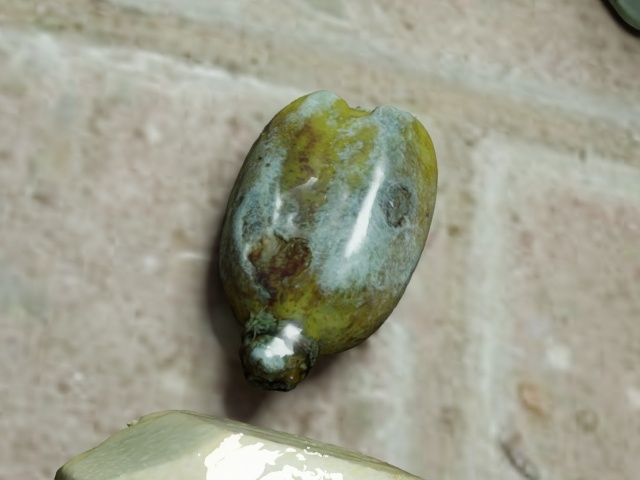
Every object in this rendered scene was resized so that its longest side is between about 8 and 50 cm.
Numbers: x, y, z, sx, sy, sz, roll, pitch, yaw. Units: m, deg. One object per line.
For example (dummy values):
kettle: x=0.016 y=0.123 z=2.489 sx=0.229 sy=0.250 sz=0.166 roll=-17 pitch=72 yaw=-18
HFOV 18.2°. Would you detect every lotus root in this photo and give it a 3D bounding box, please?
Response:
lotus root: x=0.000 y=0.000 z=1.121 sx=0.113 sy=0.088 sz=0.192 roll=18 pitch=62 yaw=5

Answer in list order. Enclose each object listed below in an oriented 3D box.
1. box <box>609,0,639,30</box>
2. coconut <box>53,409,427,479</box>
box: x=0.208 y=-0.289 z=1.274 sx=0.175 sy=0.182 sz=0.312 roll=-31 pitch=81 yaw=-29
coconut: x=-0.039 y=0.192 z=0.959 sx=0.237 sy=0.197 sz=0.237 roll=6 pitch=58 yaw=-10
